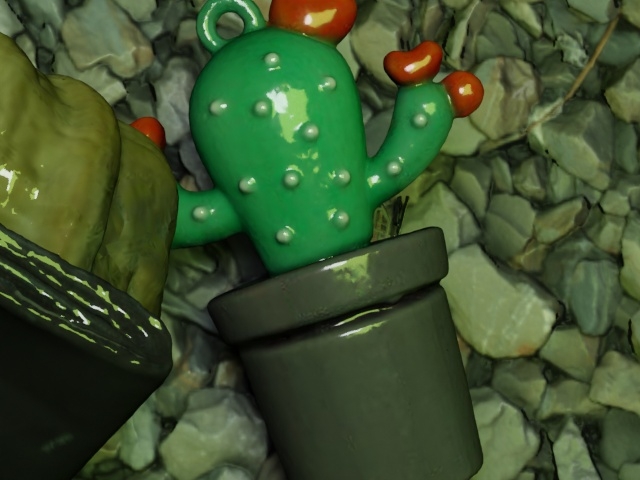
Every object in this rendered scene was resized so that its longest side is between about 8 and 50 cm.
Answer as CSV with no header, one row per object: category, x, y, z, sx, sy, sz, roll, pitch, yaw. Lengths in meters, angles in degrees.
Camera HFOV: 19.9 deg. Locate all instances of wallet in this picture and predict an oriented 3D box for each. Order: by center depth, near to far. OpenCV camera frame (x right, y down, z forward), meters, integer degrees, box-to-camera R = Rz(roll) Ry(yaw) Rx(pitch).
wallet,-0.281,0.131,1.128,0.228,0.406,0.062,29,38,-16

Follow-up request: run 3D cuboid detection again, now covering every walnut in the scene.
walnut,-0.237,0.004,1.245,0.282,0.253,0.276,26,66,-11

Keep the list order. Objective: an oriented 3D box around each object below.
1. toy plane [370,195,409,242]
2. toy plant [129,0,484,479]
toy plane,0.043,0.013,1.486,0.049,0.031,0.120,20,67,-26
toy plant,-0.012,0.003,1.373,0.185,0.280,0.400,-22,96,-58
